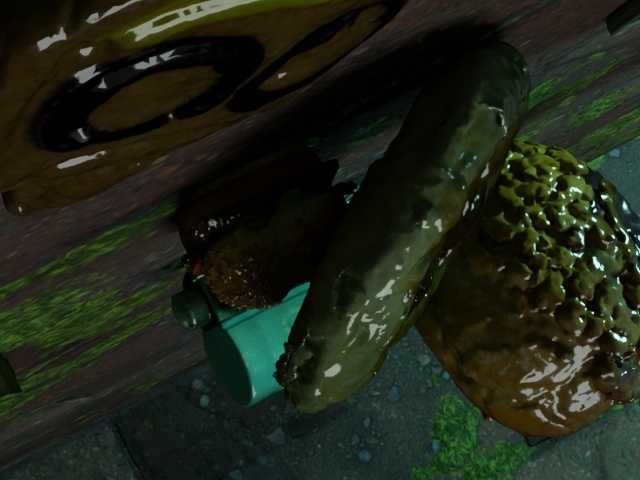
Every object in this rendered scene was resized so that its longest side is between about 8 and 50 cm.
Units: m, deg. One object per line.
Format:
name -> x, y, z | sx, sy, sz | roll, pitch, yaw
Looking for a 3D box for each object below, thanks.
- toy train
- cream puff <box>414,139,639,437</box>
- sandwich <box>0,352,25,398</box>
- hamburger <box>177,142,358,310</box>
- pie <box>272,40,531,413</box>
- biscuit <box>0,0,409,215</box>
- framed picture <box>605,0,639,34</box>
toy train -> -0.011, 0.050, 1.163 | 0.248, 0.159, 0.101 | -26, 180, -30
cream puff -> 0.228, 0.037, 1.309 | 0.231, 0.327, 0.343 | -37, 154, 19
sandwich -> -0.249, 0.086, 0.747 | 0.116, 0.074, 0.074 | -28, 174, 5
hamburger -> -0.031, -0.005, 0.893 | 0.137, 0.087, 0.166 | -27, 174, -9
pie -> 0.061, -0.006, 0.857 | 0.306, 0.071, 0.306 | -59, 171, -16
biscuit -> -0.047, -0.071, 0.477 | 0.208, 0.041, 0.290 | -21, 171, -41
framed picture -> 0.368, -0.244, 0.994 | 0.265, 0.018, 0.192 | -26, 174, -26
